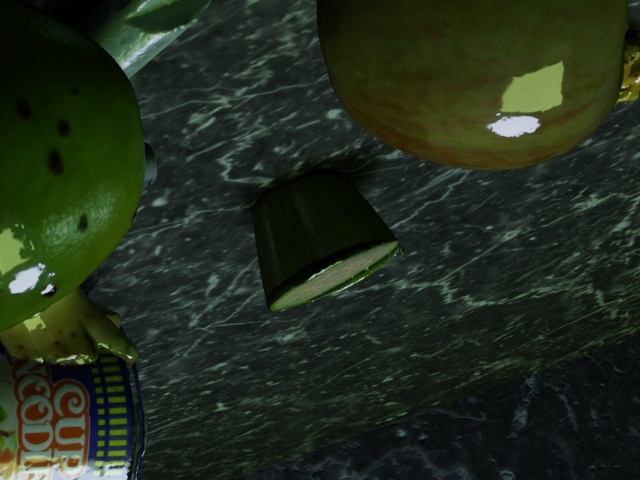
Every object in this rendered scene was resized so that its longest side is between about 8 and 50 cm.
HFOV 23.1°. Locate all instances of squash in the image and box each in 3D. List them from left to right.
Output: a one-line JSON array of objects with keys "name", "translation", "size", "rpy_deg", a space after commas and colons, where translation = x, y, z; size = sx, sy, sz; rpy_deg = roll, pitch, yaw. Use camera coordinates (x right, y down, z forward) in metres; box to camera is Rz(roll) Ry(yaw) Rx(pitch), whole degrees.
[{"name": "squash", "translation": [0.000, 0.000, 1.788], "size": [0.170, 0.123, 0.170], "rpy_deg": [-19, 162, -6]}]

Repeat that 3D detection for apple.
[{"name": "apple", "translation": [0.122, -0.182, 1.196], "size": [0.233, 0.257, 0.257], "rpy_deg": [7, 169, 15]}]

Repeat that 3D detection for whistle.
[{"name": "whistle", "translation": [-0.208, -0.121, 1.249], "size": [0.312, 0.062, 0.062], "rpy_deg": [-36, 158, 27]}]

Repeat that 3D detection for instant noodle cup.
[{"name": "instant noodle cup", "translation": [-0.401, 0.209, 1.788], "size": [0.312, 0.284, 0.284], "rpy_deg": [1, 154, -34]}]

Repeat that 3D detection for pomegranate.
[{"name": "pomegranate", "translation": [-0.239, -0.034, 1.131], "size": [0.260, 0.260, 0.341], "rpy_deg": [-22, 125, 6]}]

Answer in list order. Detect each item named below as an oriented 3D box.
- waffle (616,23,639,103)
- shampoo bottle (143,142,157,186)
[{"name": "waffle", "translation": [0.262, -0.172, 1.678], "size": [0.253, 0.056, 0.249], "rpy_deg": [-4, 157, -38]}, {"name": "shampoo bottle", "translation": [-0.266, -0.054, 1.443], "size": [0.233, 0.049, 0.087], "rpy_deg": [-11, 167, -28]}]
